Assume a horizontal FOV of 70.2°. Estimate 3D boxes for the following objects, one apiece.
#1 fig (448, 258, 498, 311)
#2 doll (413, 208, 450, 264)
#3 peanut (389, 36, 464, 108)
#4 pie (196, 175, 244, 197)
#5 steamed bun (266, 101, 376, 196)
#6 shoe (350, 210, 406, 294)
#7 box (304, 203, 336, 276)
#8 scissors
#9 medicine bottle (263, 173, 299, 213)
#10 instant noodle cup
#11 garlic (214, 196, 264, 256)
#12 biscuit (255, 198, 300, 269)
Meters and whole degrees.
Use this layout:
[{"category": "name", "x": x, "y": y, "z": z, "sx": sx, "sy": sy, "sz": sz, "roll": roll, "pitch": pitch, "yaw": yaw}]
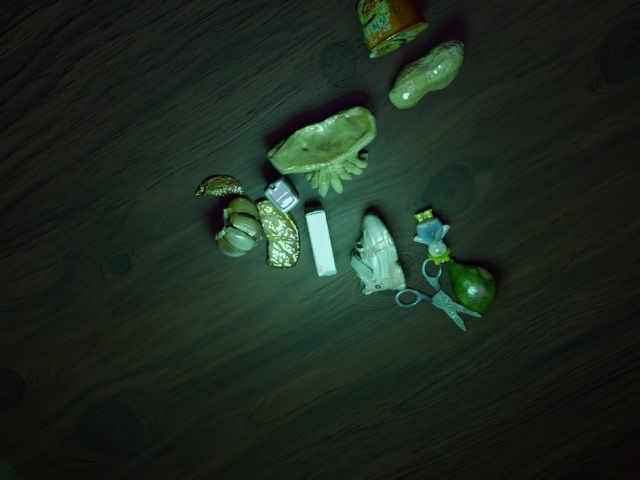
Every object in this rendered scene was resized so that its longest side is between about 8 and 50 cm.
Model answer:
[{"category": "fig", "x": 0.623, "y": 0.178, "z": 1.905, "sx": 0.244, "sy": 0.195, "sz": 0.195, "roll": 39, "pitch": 103, "yaw": 21}, {"category": "doll", "x": 0.463, "y": -0.008, "z": 1.867, "sx": 0.135, "sy": 0.098, "sz": 0.241, "roll": -31, "pitch": 109, "yaw": -18}, {"category": "peanut", "x": 0.389, "y": -0.606, "z": 1.666, "sx": 0.313, "sy": 0.149, "sz": 0.149, "roll": -33, "pitch": 106, "yaw": 6}, {"category": "pie", "x": -0.391, "y": -0.209, "z": 1.784, "sx": 0.190, "sy": 0.033, "sz": 0.088, "roll": 5, "pitch": 102, "yaw": -5}, {"category": "steamed bun", "x": 0.041, "y": -0.321, "z": 1.722, "sx": 0.427, "sy": 0.189, "sz": 0.247, "roll": -29, "pitch": 76, "yaw": 1}, {"category": "shoe", "x": 0.214, "y": 0.065, "z": 1.833, "sx": 0.198, "sy": 0.172, "sz": 0.351, "roll": -19, "pitch": 105, "yaw": 5}, {"category": "box", "x": 0.000, "y": 0.000, "z": 1.817, "sx": 0.079, "sy": 0.135, "sz": 0.270, "roll": -12, "pitch": 107, "yaw": 0}, {"category": "scissors", "x": 0.537, "y": 0.260, "z": 1.986, "sx": 0.383, "sy": 0.029, "sz": 0.256, "roll": 34, "pitch": 99, "yaw": -11}, {"category": "medicine bottle", "x": -0.146, "y": -0.185, "z": 1.725, "sx": 0.094, "sy": 0.188, "sz": 0.119, "roll": -40, "pitch": 105, "yaw": 8}, {"category": "instant noodle cup", "x": 0.234, "y": -0.771, "z": 1.570, "sx": 0.230, "sy": 0.230, "sz": 0.182, "roll": -26, "pitch": 98, "yaw": 4}, {"category": "garlic", "x": -0.325, "y": -0.046, "z": 1.776, "sx": 0.191, "sy": 0.214, "sz": 0.160, "roll": 27, "pitch": 134, "yaw": -35}, {"category": "biscuit", "x": -0.163, "y": -0.027, "z": 1.846, "sx": 0.154, "sy": 0.045, "sz": 0.300, "roll": -9, "pitch": 106, "yaw": 0}]
